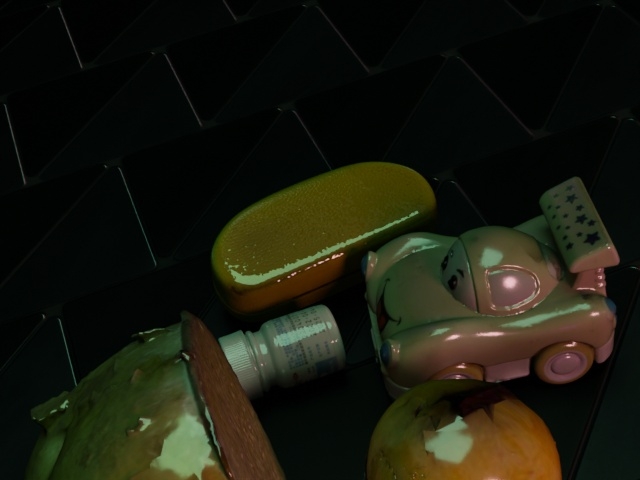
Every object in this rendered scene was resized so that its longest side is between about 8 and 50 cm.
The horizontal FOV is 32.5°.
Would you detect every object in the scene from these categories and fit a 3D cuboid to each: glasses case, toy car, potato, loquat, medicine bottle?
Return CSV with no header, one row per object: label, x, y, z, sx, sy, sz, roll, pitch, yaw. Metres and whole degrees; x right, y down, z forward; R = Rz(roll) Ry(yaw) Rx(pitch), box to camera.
glasses case,0.000,0.000,1.737,0.371,0.141,0.173,-23,57,-13
toy car,0.233,0.068,1.545,0.336,0.226,0.242,-9,41,-1
potato,-0.194,0.333,1.230,0.319,0.385,0.442,-28,32,-2
loquat,0.167,0.279,1.319,0.235,0.235,0.235,-6,41,5
medicine bottle,-0.055,0.164,1.591,0.168,0.105,0.105,-17,42,-8
